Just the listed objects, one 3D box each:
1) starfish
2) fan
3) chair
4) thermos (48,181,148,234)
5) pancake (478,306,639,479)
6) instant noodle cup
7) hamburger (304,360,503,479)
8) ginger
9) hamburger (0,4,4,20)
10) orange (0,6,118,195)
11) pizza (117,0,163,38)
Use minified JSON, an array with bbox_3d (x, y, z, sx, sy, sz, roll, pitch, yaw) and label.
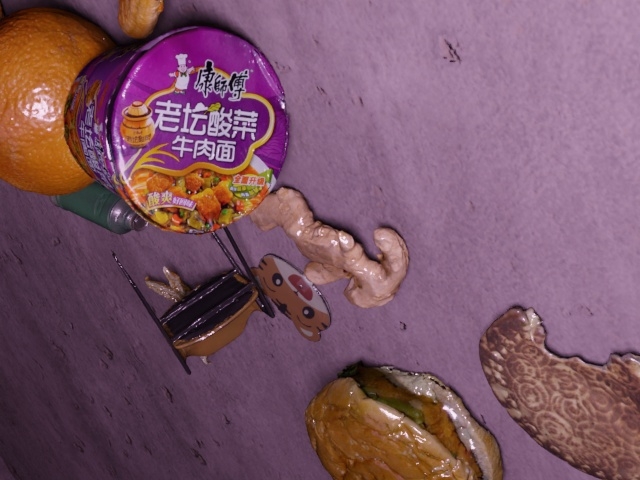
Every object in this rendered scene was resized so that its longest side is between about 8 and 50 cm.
[{"bbox_3d":[-0.236,0.106,1.871,0.176,0.053,0.208,34,142,22],"label":"starfish"},{"bbox_3d":[-0.027,0.064,1.620,0.152,0.008,0.226,47,149,4],"label":"fan"},{"bbox_3d":[-0.176,0.093,1.679,0.246,0.159,0.172,61,168,-25],"label":"chair"},{"bbox_3d":[-0.355,-0.055,1.820,0.188,0.073,0.083,23,139,33],"label":"thermos"},{"bbox_3d":[0.317,0.188,1.325,0.286,0.033,0.288,52,148,-5],"label":"pancake"},{"bbox_3d":[-0.194,-0.144,1.397,0.190,0.251,0.251,16,137,54],"label":"instant noodle cup"},{"bbox_3d":[0.107,0.298,1.596,0.265,0.134,0.285,53,150,-4],"label":"hamburger"},{"bbox_3d":[0.004,0.013,1.474,0.259,0.065,0.149,19,134,32],"label":"ginger"},{"bbox_3d":[-0.569,-0.344,1.736,0.231,0.107,0.231,30,147,21],"label":"hamburger"},{"bbox_3d":[-0.372,-0.186,1.536,0.264,0.264,0.264,31,144,25],"label":"orange"},{"bbox_3d":[-0.205,-0.322,1.334,0.246,0.058,0.127,110,150,-49],"label":"pizza"}]
